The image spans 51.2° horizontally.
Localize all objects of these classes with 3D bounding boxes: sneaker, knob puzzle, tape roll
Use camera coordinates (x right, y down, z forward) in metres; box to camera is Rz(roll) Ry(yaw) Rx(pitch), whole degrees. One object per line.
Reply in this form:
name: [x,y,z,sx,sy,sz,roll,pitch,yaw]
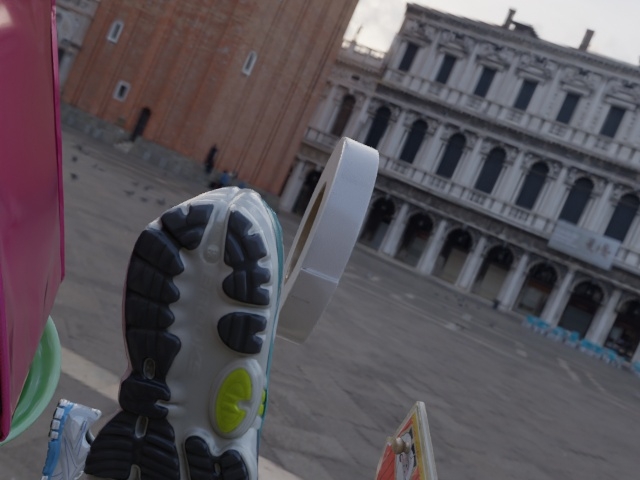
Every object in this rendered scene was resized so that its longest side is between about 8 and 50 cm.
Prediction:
sneaker: [-0.381,0.343,1.026,0.083,0.190,0.071,12,2,-12]
knob puzzle: [0.079,0.308,0.765,0.030,0.213,0.213,14,4,-11]
tape roll: [0.000,0.000,1.229,0.072,0.392,0.392,22,2,-7]
sneaker: [-0.070,0.102,0.420,0.107,0.275,0.110,17,11,6]

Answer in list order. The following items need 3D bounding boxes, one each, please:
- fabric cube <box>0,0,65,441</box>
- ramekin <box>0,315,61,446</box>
fabric cube: [-0.307,-0.046,0.406,0.259,0.254,0.258,-1,17,-14]
ramekin: [-0.548,0.182,0.953,0.303,0.148,0.303,31,38,-28]
